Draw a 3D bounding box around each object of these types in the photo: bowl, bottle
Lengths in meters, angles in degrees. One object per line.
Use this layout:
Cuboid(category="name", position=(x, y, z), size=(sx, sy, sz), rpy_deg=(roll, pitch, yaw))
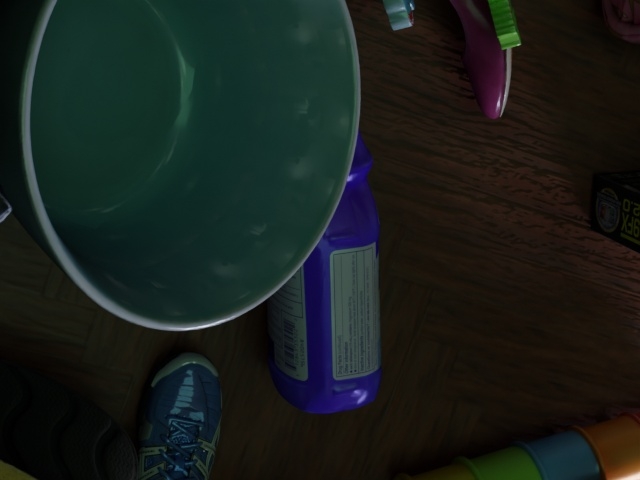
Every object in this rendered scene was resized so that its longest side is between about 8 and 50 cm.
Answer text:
Cuboid(category="bowl", position=(-0.131, -0.103, 0.988), size=(0.311, 0.163, 0.312), rpy_deg=(-13, 109, -43))
Cuboid(category="bottle", position=(0.000, 0.000, 1.140), size=(0.092, 0.118, 0.283), rpy_deg=(-7, 108, -18))

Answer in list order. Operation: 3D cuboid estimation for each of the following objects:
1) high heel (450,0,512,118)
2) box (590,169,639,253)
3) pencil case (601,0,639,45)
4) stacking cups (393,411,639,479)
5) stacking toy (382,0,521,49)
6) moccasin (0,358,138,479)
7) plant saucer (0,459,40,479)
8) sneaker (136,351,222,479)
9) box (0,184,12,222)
Cuboid(category="high heel", position=(0.102, -0.215, 1.150), size=(0.117, 0.082, 0.244), rpy_deg=(-5, 123, 9))
Cuboid(category="box", position=(0.420, -0.020, 1.237), size=(0.270, 0.216, 0.060), rpy_deg=(-6, 108, -20))
Cuboid(category="pencil case", position=(0.448, -0.200, 1.228), size=(0.386, 0.167, 0.160), rpy_deg=(19, 66, -25))
Cuboid(category="stacking cups", position=(0.233, 0.231, 1.307), size=(0.316, 0.096, 0.096), rpy_deg=(-13, 110, -16))
Cuboid(category="stacking toy", position=(0.052, -0.233, 1.082), size=(0.166, 0.052, 0.221), rpy_deg=(-14, 115, 18))
Cuboid(category="moccasin", position=(-0.335, 0.174, 1.056), size=(0.379, 0.139, 0.147), rpy_deg=(4, 141, -18))
Cuboid(category="plant saucer", position=(-0.307, 0.299, 1.040), size=(0.333, 0.081, 0.332), rpy_deg=(-37, 124, 27))
Cuboid(category="sneaker", position=(-0.124, 0.201, 1.174), size=(0.080, 0.081, 0.211), rpy_deg=(7, 102, -20))
Cuboid(category="box", position=(-0.390, -0.045, 0.827), size=(0.293, 0.395, 0.212), rpy_deg=(-41, 116, -5))
